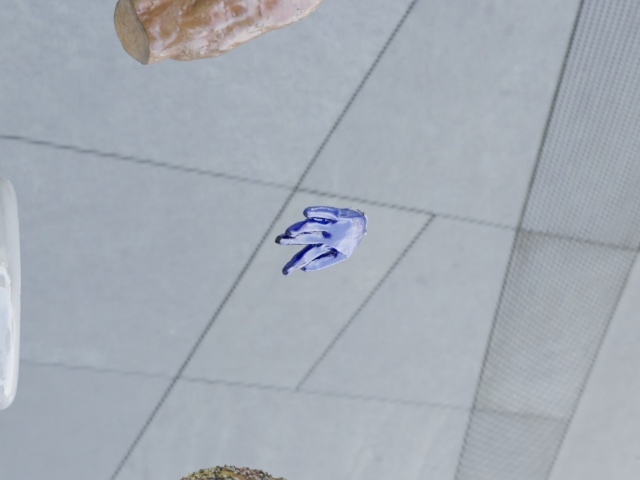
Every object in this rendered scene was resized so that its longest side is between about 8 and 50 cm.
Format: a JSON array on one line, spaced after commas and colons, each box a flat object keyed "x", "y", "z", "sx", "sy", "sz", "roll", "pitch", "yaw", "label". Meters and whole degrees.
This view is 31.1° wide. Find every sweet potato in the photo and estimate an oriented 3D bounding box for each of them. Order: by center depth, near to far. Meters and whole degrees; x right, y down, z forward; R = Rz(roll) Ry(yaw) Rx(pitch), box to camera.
[{"x": -0.113, "y": -0.255, "z": 1.287, "sx": 0.252, "sy": 0.097, "sz": 0.097, "roll": -9, "pitch": 144, "yaw": 6, "label": "sweet potato"}]

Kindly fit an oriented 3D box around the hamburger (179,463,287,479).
[{"x": -0.054, "y": 0.228, "z": 0.863, "sx": 0.190, "sy": 0.164, "sz": 0.093, "roll": 2, "pitch": 110, "yaw": -52, "label": "hamburger"}]

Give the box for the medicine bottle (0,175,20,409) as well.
[{"x": -0.430, "y": 0.047, "z": 0.963, "sx": 0.340, "sy": 0.208, "sz": 0.208, "roll": 0, "pitch": 143, "yaw": -18, "label": "medicine bottle"}]

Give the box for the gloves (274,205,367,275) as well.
[{"x": 0.000, "y": 0.000, "z": 0.924, "sx": 0.086, "sy": 0.026, "sz": 0.064, "roll": -4, "pitch": 125, "yaw": -45, "label": "gloves"}]
